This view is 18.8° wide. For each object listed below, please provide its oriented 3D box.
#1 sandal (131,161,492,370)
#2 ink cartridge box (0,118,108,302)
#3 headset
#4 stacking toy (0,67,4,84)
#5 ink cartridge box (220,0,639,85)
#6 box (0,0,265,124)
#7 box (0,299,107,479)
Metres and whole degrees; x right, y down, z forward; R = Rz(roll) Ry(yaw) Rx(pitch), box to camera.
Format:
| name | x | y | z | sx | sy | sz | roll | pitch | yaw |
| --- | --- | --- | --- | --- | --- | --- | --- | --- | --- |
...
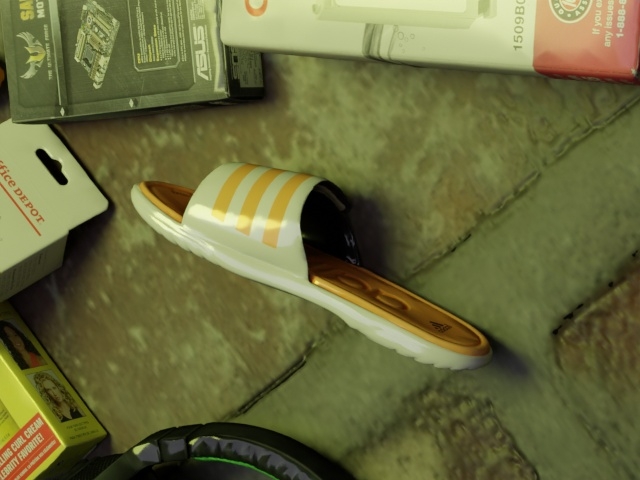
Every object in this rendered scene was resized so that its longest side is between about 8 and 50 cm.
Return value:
| name | x | y | z | sx | sy | sz | roll | pitch | yaw |
| --- | --- | --- | --- | --- | --- | --- | --- | --- | --- |
| sandal | 0.004 | -0.001 | 1.278 | 0.265 | 0.102 | 0.076 | 25 | 104 | 14 |
| ink cartridge box | -0.255 | -0.006 | 1.393 | 0.104 | 0.181 | 0.061 | 51 | 154 | 14 |
| headset | -0.136 | 0.260 | 1.370 | 0.394 | 0.185 | 0.243 | -12 | 93 | 12 |
| stacking toy | -0.382 | -0.113 | 1.406 | 0.302 | 0.175 | 0.165 | -2 | 123 | -11 |
| ink cartridge box | 0.087 | -0.208 | 1.200 | 0.283 | 0.117 | 0.207 | 7 | 98 | 26 |
| box | -0.139 | -0.202 | 1.351 | 0.183 | 0.056 | 0.231 | -5 | 92 | 28 |
| box | -0.263 | 0.084 | 1.437 | 0.087 | 0.058 | 0.232 | -43 | 75 | 23 |
